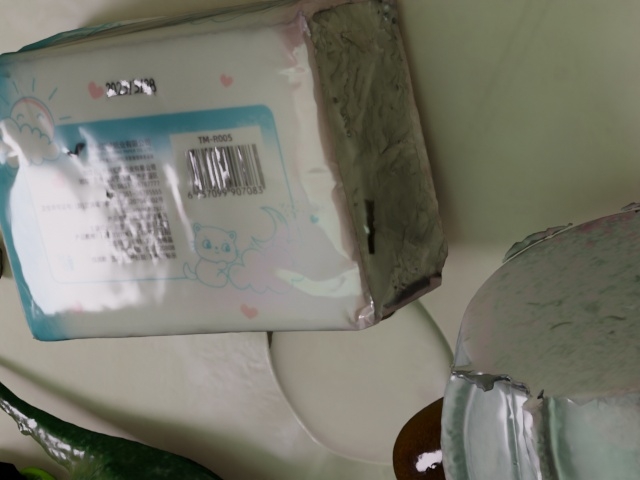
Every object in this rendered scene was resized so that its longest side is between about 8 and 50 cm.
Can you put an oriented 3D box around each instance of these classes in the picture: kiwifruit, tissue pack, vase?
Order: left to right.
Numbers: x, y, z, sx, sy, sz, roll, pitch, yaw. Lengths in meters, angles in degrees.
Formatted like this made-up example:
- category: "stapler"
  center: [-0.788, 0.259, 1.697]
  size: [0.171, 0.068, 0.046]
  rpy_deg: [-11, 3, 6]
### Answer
- category: "tissue pack"
  center: [-0.073, -0.045, 1.181]
  size: [0.271, 0.124, 0.201]
  rpy_deg: [-3, 110, 34]
- category: "kiwifruit"
  center: [0.097, 0.132, 1.210]
  size: [0.124, 0.075, 0.075]
  rpy_deg: [-28, 99, 42]
- category: "vase"
  center: [0.221, 0.212, 1.076]
  size: [0.250, 0.250, 0.445]
  rpy_deg: [-2, 120, 32]

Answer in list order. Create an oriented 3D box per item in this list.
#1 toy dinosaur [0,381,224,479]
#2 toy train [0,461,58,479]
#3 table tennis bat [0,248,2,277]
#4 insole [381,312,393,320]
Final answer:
- category: "toy dinosaur"
  center: [-0.066, 0.166, 1.328]
  size: [0.447, 0.087, 0.301]
  rpy_deg: [47, 115, 15]
- category: "toy train"
  center: [-0.219, 0.300, 1.474]
  size: [0.160, 0.100, 0.296]
  rpy_deg: [-25, 101, 40]
- category: "table tennis bat"
  center: [-0.369, -0.035, 1.421]
  size: [0.301, 0.022, 0.173]
  rpy_deg: [24, 139, 14]
- category: "insole"
  center: [0.000, 0.000, 1.240]
  size: [0.135, 0.002, 0.045]
  rpy_deg: [50, 129, -1]
